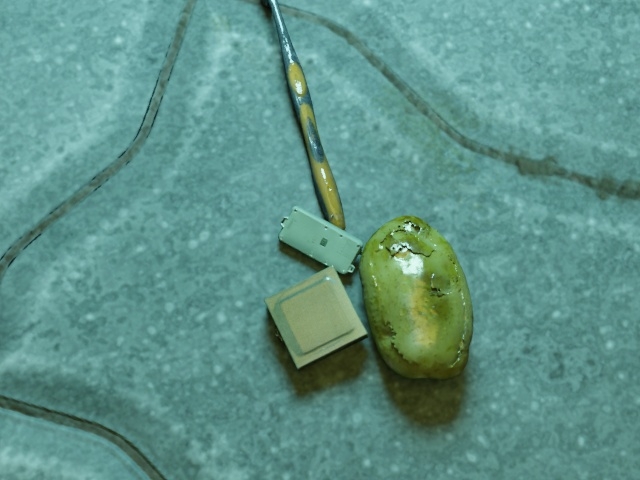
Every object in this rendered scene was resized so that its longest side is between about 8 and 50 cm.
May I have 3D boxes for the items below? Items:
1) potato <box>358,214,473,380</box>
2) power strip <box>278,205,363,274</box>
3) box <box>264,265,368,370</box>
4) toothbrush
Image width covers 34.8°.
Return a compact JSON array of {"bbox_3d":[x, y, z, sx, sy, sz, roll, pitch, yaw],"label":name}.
[{"bbox_3d":[0.096,0.057,1.017,0.107,0.080,0.170,-8,77,5],"label":"potato"},{"bbox_3d":[0.000,0.000,1.047,0.090,0.016,0.040,29,102,2],"label":"power strip"},{"bbox_3d":[-0.006,0.079,1.017,0.083,0.035,0.079,-26,79,-1],"label":"box"},{"bbox_3d":[-0.024,-0.159,1.088,0.023,0.031,0.321,-15,77,-7],"label":"toothbrush"}]
